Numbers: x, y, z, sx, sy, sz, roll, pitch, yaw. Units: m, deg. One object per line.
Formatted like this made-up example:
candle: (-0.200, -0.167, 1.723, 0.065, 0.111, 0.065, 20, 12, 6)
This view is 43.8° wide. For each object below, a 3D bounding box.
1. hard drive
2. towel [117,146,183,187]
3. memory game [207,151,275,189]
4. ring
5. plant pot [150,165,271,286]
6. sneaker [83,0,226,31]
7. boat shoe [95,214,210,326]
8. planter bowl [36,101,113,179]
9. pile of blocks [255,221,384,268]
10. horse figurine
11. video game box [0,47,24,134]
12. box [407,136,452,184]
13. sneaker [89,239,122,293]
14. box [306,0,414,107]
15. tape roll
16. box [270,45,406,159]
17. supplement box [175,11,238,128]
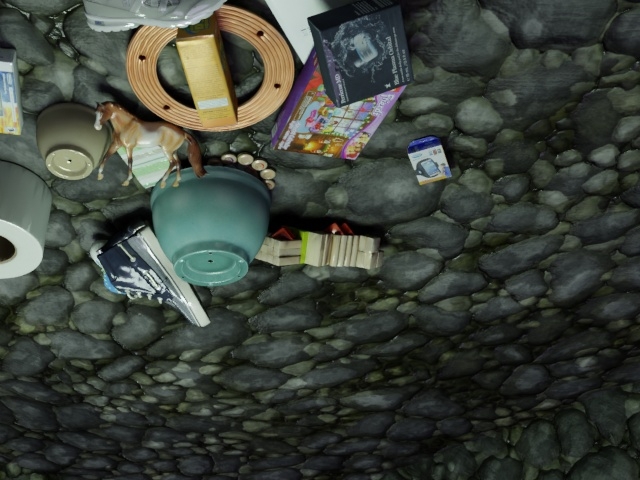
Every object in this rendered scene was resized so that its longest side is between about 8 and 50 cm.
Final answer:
hard drive: (0.002, -0.464, 1.468, 0.203, 0.040, 0.307, -17, 141, 16)
towel: (-0.387, -0.186, 1.821, 0.113, 0.023, 0.152, -15, 140, 9)
memory game: (-0.197, -0.146, 1.899, 0.186, 0.012, 0.186, -3, 143, -2)
ring: (-0.221, -0.348, 1.610, 0.336, 0.032, 0.337, -4, 144, -3)
plant pot: (-0.260, -0.013, 1.895, 0.293, 0.196, 0.293, -3, 150, -2)
sneaker: (-0.296, -0.445, 1.409, 0.281, 0.105, 0.115, -9, 140, 4)
boat shoe: (-0.427, 0.110, 2.022, 0.158, 0.127, 0.340, -32, 110, -5)
planter bowl: (-0.534, -0.200, 1.709, 0.162, 0.109, 0.162, -2, 144, -2)
pile of blocks: (0.000, 0.000, 2.065, 0.362, 0.149, 0.113, 4, 101, -26)
horse figurine: (-0.368, -0.202, 1.717, 0.263, 0.066, 0.174, 5, 106, -26)
video game box: (-0.704, -0.306, 1.600, 0.187, 0.048, 0.205, 6, 142, -10)
box: (0.256, -0.190, 1.879, 0.081, 0.028, 0.136, -15, 144, 14)
sneaker: (-0.549, 0.086, 2.109, 0.126, 0.091, 0.240, -22, 141, 22)
box: (0.075, -0.349, 1.463, 0.158, 0.093, 0.156, -20, 124, -5)
tape roll: (-0.758, -0.047, 1.840, 0.246, 0.169, 0.246, -3, 143, -2)
box: (0.036, -0.282, 1.664, 0.201, 0.057, 0.293, 4, 150, -21)
supplement box: (-0.218, -0.327, 1.548, 0.080, 0.078, 0.233, -8, 144, 4)
